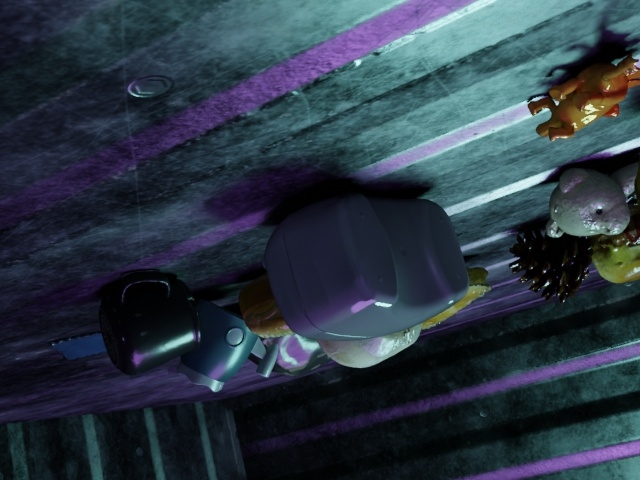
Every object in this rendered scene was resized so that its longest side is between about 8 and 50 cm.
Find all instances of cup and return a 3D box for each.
[{"bbox_3d":[-0.235,0.236,1.811,0.300,0.173,0.167,28,175,-25],"label":"cup"},{"bbox_3d":[-0.322,0.144,1.556,0.177,0.169,0.223,-12,136,-24],"label":"cup"}]

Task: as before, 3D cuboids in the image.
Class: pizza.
[{"bbox_3d":[0.257,0.160,2.168,0.392,0.080,0.435,-27,156,26],"label":"pizza"}]

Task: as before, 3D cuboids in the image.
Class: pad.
[{"bbox_3d":[-0.520,0.250,2.040,0.269,0.012,0.269,-11,166,-12],"label":"pad"}]

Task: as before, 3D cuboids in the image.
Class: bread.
[{"bbox_3d":[-0.053,0.119,1.716,0.237,0.139,0.106,-21,162,8],"label":"bread"}]

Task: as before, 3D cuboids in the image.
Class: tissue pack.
[{"bbox_3d":[0.068,0.051,1.379,0.236,0.229,0.333,-28,161,38],"label":"tissue pack"}]

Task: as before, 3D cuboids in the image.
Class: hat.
[{"bbox_3d":[-0.135,0.277,2.162,0.366,0.257,0.382,-24,-178,28],"label":"hat"}]

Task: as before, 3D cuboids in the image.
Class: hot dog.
[{"bbox_3d":[0.851,-0.028,1.921,0.406,0.185,0.223,-13,168,-5],"label":"hot dog"}]

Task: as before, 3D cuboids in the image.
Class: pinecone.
[{"bbox_3d":[0.545,0.043,1.933,0.208,0.207,0.207,-13,166,-3],"label":"pinecone"}]

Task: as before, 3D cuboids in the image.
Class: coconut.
[{"bbox_3d":[0.100,0.166,1.870,0.245,0.244,0.247,-6,168,-29],"label":"coconut"}]

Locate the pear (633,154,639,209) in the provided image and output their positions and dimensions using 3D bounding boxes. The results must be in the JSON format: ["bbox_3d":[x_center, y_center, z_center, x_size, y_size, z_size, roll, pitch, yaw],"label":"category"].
[{"bbox_3d":[0.620,-0.115,1.201,0.321,0.269,0.269,-33,158,30],"label":"pear"}]

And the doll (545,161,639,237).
[{"bbox_3d":[0.571,-0.085,1.564,0.278,0.149,0.175,-22,137,-23],"label":"doll"}]

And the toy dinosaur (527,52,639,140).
[{"bbox_3d":[0.360,-0.193,1.052,0.117,0.070,0.288,-22,172,-14],"label":"toy dinosaur"}]
